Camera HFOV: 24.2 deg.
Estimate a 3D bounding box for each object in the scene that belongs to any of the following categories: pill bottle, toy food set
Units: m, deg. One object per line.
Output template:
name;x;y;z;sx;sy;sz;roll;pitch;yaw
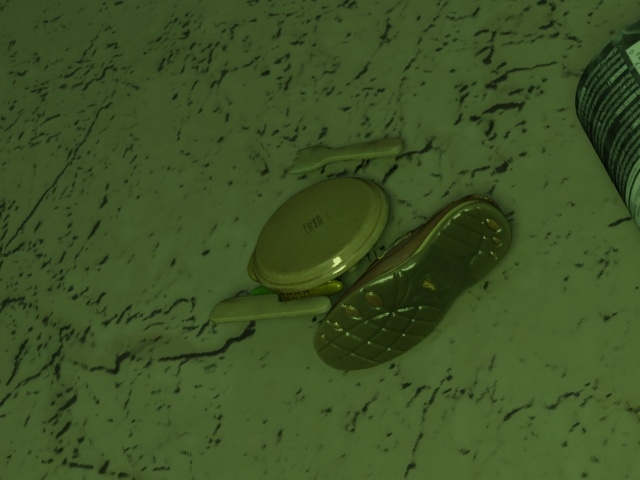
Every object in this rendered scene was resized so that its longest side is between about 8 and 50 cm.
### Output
pill bottle;0.273;-0.032;0.997;0.130;0.130;0.245;-30;51;11
toy food set;0.000;0.000;1.195;0.132;0.038;0.192;-5;44;37

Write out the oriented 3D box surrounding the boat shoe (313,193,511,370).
boat shoe;0.069;0.031;1.132;0.178;0.064;0.060;-41;15;12
